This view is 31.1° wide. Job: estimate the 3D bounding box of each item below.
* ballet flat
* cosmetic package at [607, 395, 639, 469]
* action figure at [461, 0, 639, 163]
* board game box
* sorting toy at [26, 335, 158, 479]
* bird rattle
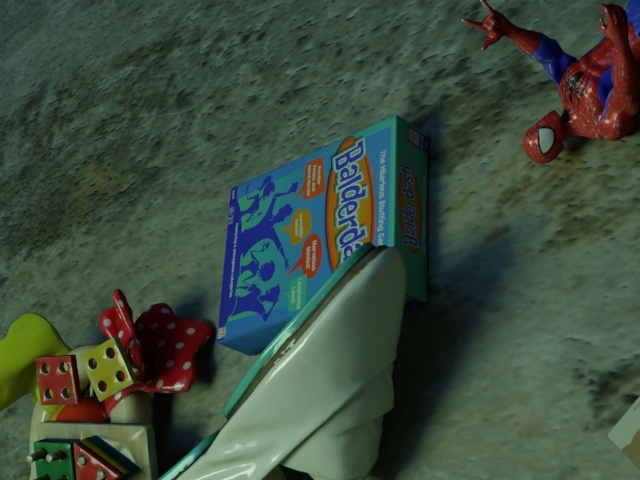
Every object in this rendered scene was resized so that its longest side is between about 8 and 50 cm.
[{"bbox_3d":[-0.034,0.173,0.907,0.400,0.139,0.139,-49,41,23],"label":"ballet flat"},{"bbox_3d":[0.232,0.136,0.684,0.060,0.041,0.115,-54,40,11],"label":"cosmetic package"},{"bbox_3d":[0.218,-0.177,0.803,0.280,0.139,0.091,-53,39,17],"label":"action figure"},{"bbox_3d":[0.000,0.000,1.009,0.210,0.047,0.160,-21,55,39],"label":"board game box"},{"bbox_3d":[-0.212,0.226,1.049,0.132,0.046,0.275,-3,93,30],"label":"sorting toy"},{"bbox_3d":[-0.217,0.163,1.140,0.253,0.143,0.207,-6,77,32],"label":"bird rattle"}]
